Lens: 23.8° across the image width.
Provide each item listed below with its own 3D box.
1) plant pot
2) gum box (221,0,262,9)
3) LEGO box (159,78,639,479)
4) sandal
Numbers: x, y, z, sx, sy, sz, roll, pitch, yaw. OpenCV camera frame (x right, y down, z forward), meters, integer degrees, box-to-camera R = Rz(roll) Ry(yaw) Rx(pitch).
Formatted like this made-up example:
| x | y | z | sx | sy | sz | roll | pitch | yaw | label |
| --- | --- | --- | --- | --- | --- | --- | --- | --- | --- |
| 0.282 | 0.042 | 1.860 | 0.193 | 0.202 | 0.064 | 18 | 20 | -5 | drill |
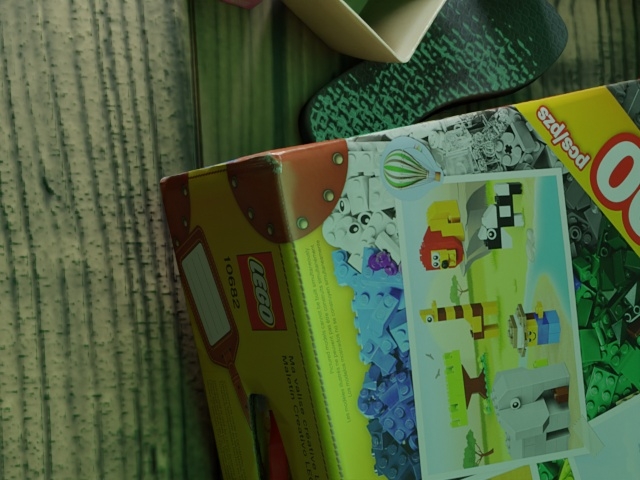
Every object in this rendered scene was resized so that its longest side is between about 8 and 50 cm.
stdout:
| x | y | z | sx | sy | sz | roll | pitch | yaw | label |
| --- | --- | --- | --- | --- | --- | --- | --- | --- | --- |
| 0.029 | -0.207 | 1.205 | 0.109 | 0.096 | 0.109 | 42 | 66 | -23 | plant pot |
| -0.047 | -0.288 | 1.177 | 0.062 | 0.107 | 0.188 | 13 | 76 | -24 | gum box |
| 0.131 | 0.154 | 1.126 | 0.372 | 0.193 | 0.500 | -14 | 94 | -28 | LEGO box |
| 0.089 | -0.140 | 1.261 | 0.254 | 0.054 | 0.097 | -27 | 87 | -18 | sandal |
